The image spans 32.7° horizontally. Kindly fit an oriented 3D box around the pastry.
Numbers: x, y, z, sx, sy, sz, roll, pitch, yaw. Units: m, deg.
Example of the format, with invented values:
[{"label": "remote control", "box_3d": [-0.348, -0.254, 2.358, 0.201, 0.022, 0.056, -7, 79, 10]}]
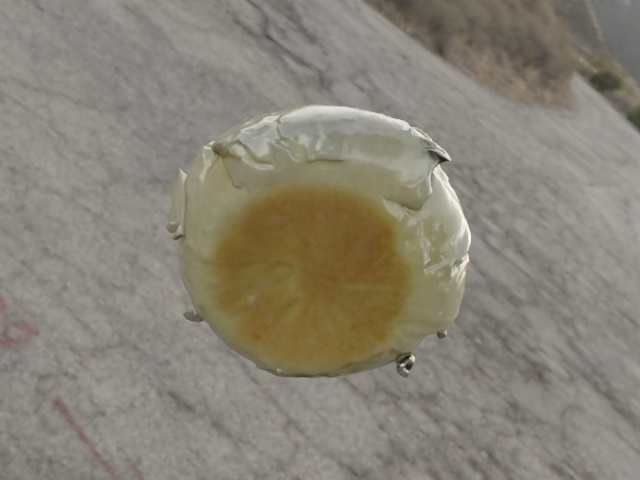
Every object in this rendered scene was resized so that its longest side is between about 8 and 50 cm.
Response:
[{"label": "pastry", "box_3d": [0.000, 0.000, 0.571, 0.166, 0.166, 0.088, 33, 23, -16]}]
